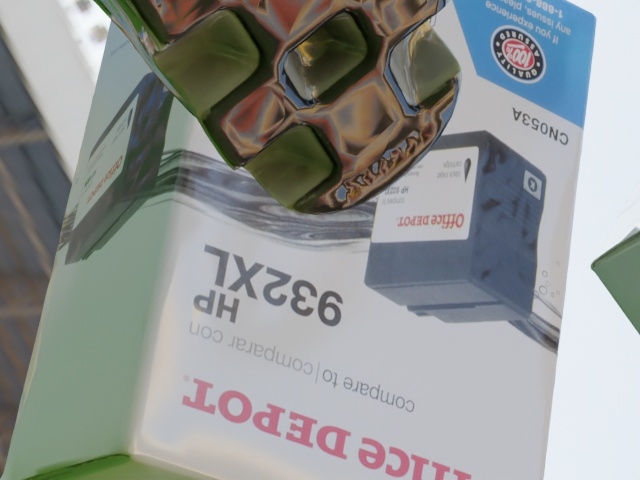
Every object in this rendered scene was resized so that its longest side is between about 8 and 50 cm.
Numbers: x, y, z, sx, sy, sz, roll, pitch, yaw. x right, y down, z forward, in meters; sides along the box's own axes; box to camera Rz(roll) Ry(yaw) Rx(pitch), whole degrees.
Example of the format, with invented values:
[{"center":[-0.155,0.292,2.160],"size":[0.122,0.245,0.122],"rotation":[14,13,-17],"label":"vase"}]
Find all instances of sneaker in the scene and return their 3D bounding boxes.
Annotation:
[{"center":[-0.068,-0.155,0.553],"size":[0.146,0.122,0.330],"rotation":[48,-12,43],"label":"sneaker"}]

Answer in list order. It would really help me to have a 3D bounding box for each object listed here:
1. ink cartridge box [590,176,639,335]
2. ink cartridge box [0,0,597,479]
[{"center":[0.291,0.016,1.253],"size":[0.092,0.219,0.160],"rotation":[-33,-83,31],"label":"ink cartridge box"},{"center":[0.000,0.000,0.865],"size":[0.223,0.307,0.129],"rotation":[22,-25,-28],"label":"ink cartridge box"}]
